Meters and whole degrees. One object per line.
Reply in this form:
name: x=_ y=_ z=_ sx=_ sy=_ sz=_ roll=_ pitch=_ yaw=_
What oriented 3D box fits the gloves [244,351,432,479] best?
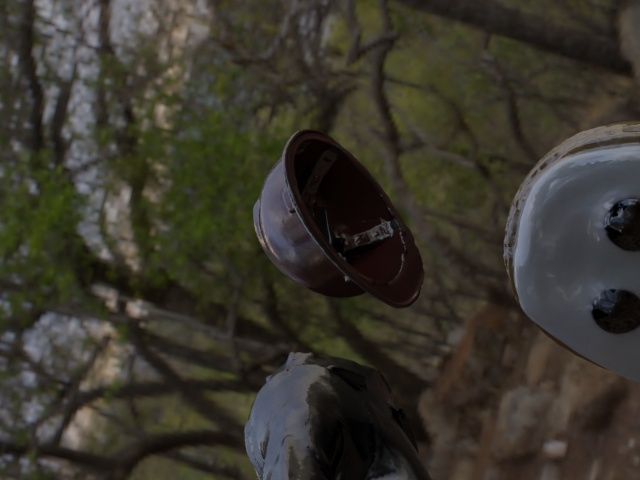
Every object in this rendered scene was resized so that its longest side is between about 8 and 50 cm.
gloves: x=0.003 y=0.199 z=0.825 sx=0.301 sy=0.152 sz=0.197 roll=-70 pitch=-21 yaw=-44

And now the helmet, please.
helmet: x=0.000 y=0.000 z=0.734 sx=0.057 sy=0.111 sz=0.089 roll=-34 pitch=9 yaw=29

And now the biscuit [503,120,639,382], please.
biscuit: x=0.209 y=0.013 z=0.778 sx=0.049 sy=0.208 sz=0.181 roll=-64 pitch=-34 yaw=-59
